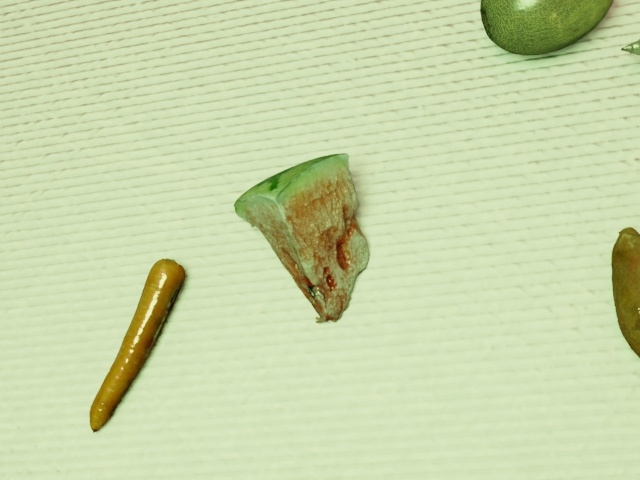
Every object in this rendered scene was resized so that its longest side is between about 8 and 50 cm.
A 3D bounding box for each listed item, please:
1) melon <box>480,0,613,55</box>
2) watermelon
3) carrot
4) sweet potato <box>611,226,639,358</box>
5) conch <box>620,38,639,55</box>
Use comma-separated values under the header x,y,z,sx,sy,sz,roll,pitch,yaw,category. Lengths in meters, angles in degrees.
x,y,z,sx,sy,sz,roll,pitch,yaw,category
0.218,-0.232,0.770,0.130,0.098,0.098,-22,70,0,melon
-0.002,-0.016,0.758,0.098,0.121,0.158,-28,72,-19,watermelon
-0.187,0.106,0.802,0.037,0.037,0.190,21,81,19,carrot
0.297,0.089,0.678,0.065,0.051,0.218,-20,70,5,sweet potato
0.367,-0.174,0.732,0.180,0.065,0.088,-2,72,4,conch
